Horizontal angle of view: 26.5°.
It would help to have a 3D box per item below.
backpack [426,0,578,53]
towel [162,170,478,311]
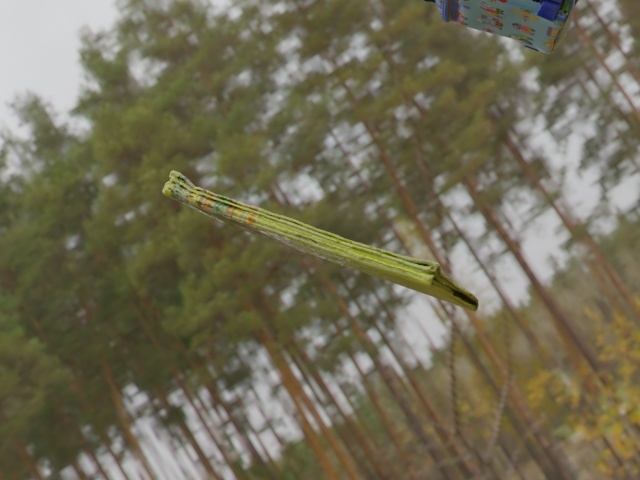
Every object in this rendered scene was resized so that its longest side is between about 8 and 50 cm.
[{"bbox_3d":[0.110,-0.221,0.975,0.158,0.173,0.117,85,-155,-87],"label":"backpack"},{"bbox_3d":[0.000,0.000,1.018,0.102,0.237,0.021,26,-96,-62],"label":"towel"}]
